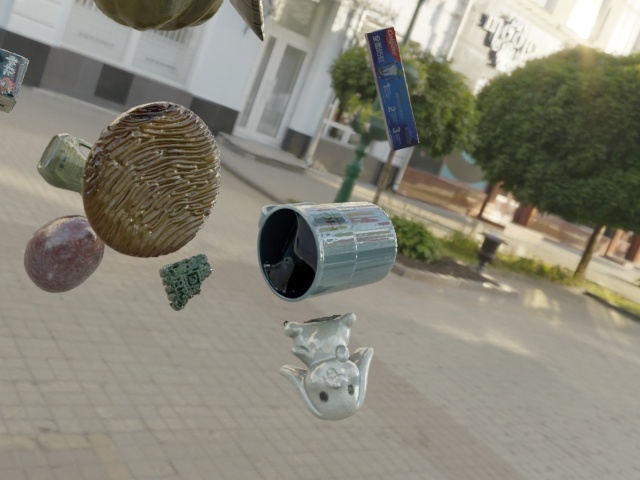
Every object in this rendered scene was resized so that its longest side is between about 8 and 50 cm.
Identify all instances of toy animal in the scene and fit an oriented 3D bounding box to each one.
[{"bbox_3d":[0.008,0.343,1.853,0.249,0.174,0.289,5,49,12],"label":"toy animal"}]

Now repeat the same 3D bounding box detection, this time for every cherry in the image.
[{"bbox_3d":[-0.746,0.033,2.021,0.203,0.300,0.230,55,38,-1],"label":"cherry"}]

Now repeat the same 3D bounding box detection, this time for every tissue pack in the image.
[{"bbox_3d":[-0.946,-0.478,2.046,0.103,0.090,0.170,19,53,-30],"label":"tissue pack"}]

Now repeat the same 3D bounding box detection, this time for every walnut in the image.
[{"bbox_3d":[-0.282,-0.515,1.223,0.253,0.277,0.282,12,23,-10],"label":"walnut"}]

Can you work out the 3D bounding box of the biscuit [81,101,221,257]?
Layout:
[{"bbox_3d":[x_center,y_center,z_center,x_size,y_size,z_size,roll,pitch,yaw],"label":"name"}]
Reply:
[{"bbox_3d":[-0.322,-0.114,1.357,0.040,0.318,0.318,22,8,39],"label":"biscuit"}]

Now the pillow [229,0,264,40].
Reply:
[{"bbox_3d":[-0.222,-0.714,1.985,0.208,0.052,0.212,53,-18,25],"label":"pillow"}]

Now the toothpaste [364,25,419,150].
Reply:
[{"bbox_3d":[0.192,-0.405,1.841,0.076,0.320,0.066,-14,15,0],"label":"toothpaste"}]

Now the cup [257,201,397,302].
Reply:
[{"bbox_3d":[0.003,0.021,1.919,0.311,0.257,0.331,-7,5,-41],"label":"cup"}]

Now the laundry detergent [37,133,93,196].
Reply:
[{"bbox_3d":[-0.789,-0.233,2.271,0.091,0.181,0.253,12,-14,45],"label":"laundry detergent"}]

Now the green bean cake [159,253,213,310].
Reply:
[{"bbox_3d":[-0.526,0.163,2.772,0.208,0.193,0.107,-20,-7,-27],"label":"green bean cake"}]
